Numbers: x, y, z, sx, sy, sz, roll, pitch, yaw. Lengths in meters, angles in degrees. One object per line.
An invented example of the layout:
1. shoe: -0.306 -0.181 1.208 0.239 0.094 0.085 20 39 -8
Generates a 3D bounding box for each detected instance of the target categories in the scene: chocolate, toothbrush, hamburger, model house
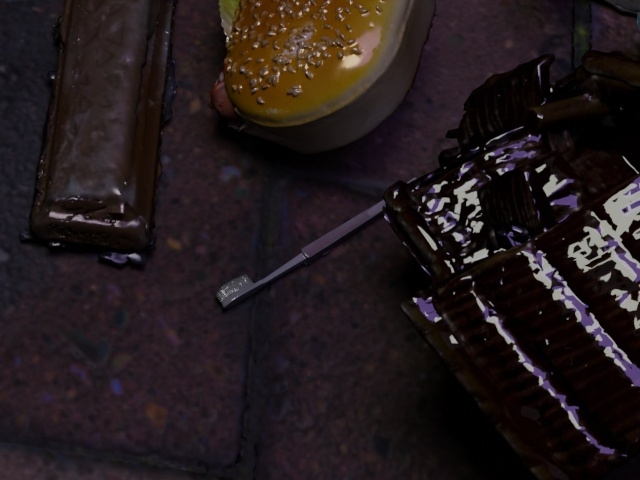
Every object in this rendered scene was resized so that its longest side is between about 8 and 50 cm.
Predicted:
1. chocolate: -0.155 -0.139 1.315 0.102 0.065 0.329 9 62 -10
2. toothbrush: 0.001 0.002 1.306 0.194 0.014 0.017 -29 72 -26
3. hamburger: 0.000 -0.165 1.319 0.116 0.173 0.210 43 53 -34
4. model house: 0.181 0.003 1.189 0.282 0.297 0.317 -26 73 -31

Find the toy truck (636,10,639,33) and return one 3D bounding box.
1. toy truck: 0.350 -0.200 1.454 0.116 0.085 0.191 48 51 -21

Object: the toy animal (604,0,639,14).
1. toy animal: 0.207 -0.266 1.458 0.219 0.095 0.155 14 67 -8
